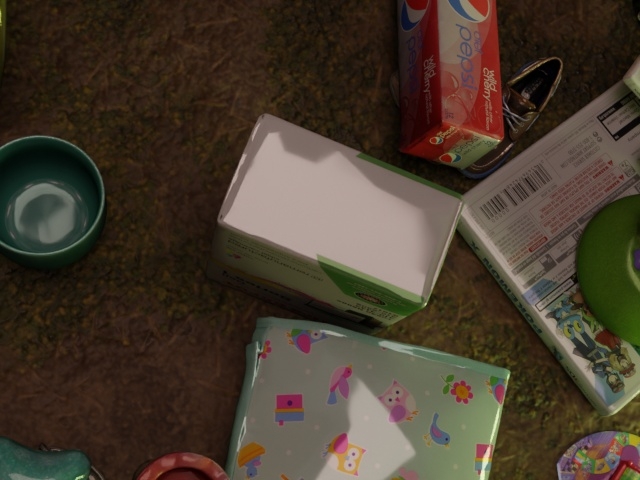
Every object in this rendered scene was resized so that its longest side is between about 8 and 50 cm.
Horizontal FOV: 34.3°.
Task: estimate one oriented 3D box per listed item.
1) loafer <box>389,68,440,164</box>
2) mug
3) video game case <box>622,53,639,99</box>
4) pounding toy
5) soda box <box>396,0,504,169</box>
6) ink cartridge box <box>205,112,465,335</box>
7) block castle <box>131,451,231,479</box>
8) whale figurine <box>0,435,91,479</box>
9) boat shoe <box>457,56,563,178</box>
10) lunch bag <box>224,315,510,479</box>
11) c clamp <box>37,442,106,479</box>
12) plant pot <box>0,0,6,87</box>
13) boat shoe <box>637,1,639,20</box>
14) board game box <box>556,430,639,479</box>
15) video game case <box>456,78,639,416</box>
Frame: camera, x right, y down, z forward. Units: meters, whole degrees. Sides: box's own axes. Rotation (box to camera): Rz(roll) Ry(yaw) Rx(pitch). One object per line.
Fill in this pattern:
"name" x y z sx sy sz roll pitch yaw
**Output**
"loafer" 0.118 -0.149 1.221 0.045 0.039 0.125 -23 81 -15
"mug" -0.303 -0.039 1.089 0.157 0.097 0.129 22 73 -3
"video game case" 0.469 -0.199 1.253 0.173 0.022 0.190 43 69 -12
"pounding toy" 0.405 0.002 1.158 0.183 0.110 0.237 35 73 0
"soda box" 0.146 -0.222 1.192 0.092 0.083 0.263 13 64 -28
"ink cartridge box" 0.000 0.000 1.039 0.201 0.278 0.117 22 76 -4
"block castle" -0.099 0.423 0.823 0.303 0.213 0.453 -36 94 -17
"whale figurine" -0.291 0.325 0.961 0.216 0.141 0.272 13 84 -7
"boat shoe" 0.222 -0.153 1.226 0.066 0.066 0.183 37 73 1
"lunch bag" 0.034 0.208 1.054 0.262 0.160 0.223 15 74 -12
"c clamp" -0.302 0.269 1.049 0.160 0.022 0.137 -40 85 -16
"plant pot" -0.495 -0.256 1.005 0.352 0.366 0.367 -3 76 -22
"boat shoe" 0.433 -0.304 1.317 0.065 0.075 0.206 -25 85 28
"board game box" 0.338 0.295 1.147 0.133 0.033 0.169 -4 77 -11
"video game case" 0.361 -0.009 1.230 0.329 0.036 0.300 -35 84 -17
